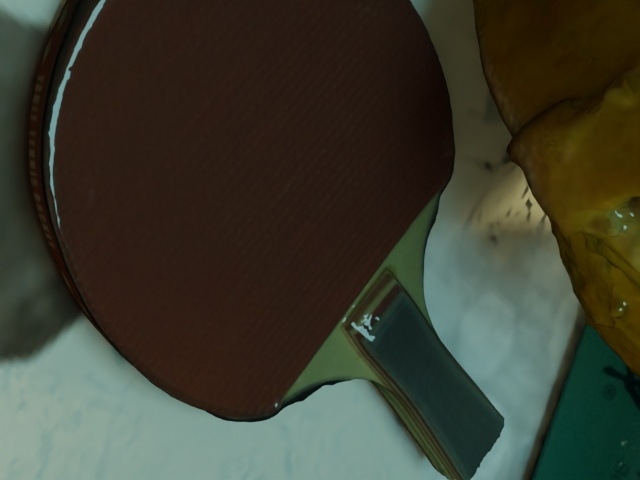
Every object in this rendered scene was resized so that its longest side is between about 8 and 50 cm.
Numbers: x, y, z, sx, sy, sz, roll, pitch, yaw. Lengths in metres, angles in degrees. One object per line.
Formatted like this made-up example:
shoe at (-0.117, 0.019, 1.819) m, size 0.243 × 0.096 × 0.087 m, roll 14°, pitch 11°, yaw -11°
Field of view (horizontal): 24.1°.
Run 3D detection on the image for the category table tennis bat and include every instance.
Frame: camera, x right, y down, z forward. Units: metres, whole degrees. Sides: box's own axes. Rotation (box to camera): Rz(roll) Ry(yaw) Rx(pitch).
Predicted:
table tennis bat at (0.000, 0.000, 0.429) m, size 0.130 × 0.019 × 0.220 m, roll -52°, pitch 132°, yaw -18°

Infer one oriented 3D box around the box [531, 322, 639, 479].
box at (0.191, 0.099, 0.597) m, size 0.245 × 0.092 × 0.153 m, roll 14°, pitch 95°, yaw -45°

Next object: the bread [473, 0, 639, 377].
bread at (0.183, -0.049, 0.440) m, size 0.268 × 0.268 × 0.146 m, roll -48°, pitch 148°, yaw -21°
